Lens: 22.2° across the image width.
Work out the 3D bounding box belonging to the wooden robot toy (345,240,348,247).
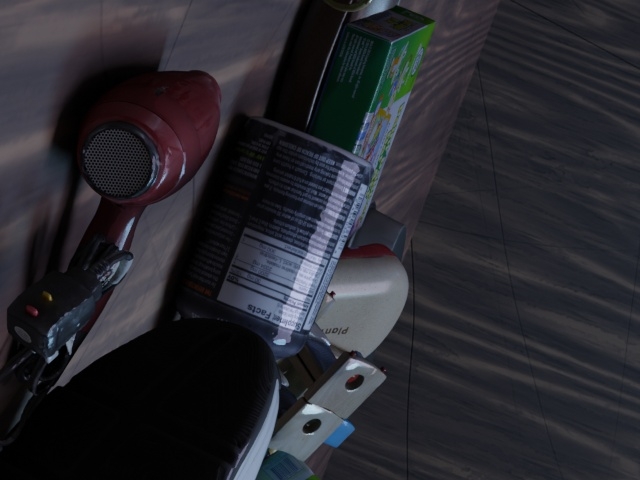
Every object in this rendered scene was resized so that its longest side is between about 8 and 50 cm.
[{"bbox_3d":[0.000,0.000,2.117,0.079,0.076,0.173,-29,-159,39],"label":"wooden robot toy"}]

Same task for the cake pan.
[{"bbox_3d":[0.044,0.096,2.022,0.293,0.054,0.293,17,90,-83],"label":"cake pan"}]

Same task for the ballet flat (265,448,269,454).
[{"bbox_3d":[-0.115,0.217,1.638,0.348,0.123,0.123,-65,175,-74],"label":"ballet flat"}]

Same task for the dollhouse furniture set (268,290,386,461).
[{"bbox_3d":[0.015,0.145,1.671,0.129,0.129,0.183,-46,138,13],"label":"dollhouse furniture set"}]

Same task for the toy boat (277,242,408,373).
[{"bbox_3d":[-0.022,0.050,1.777,0.231,0.151,0.151,-2,131,-35],"label":"toy boat"}]

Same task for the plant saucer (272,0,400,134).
[{"bbox_3d":[0.018,-0.195,1.693,0.310,0.050,0.311,22,90,-83],"label":"plant saucer"}]

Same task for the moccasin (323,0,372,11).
[{"bbox_3d":[-0.008,-0.242,1.082,0.380,0.139,0.147,-4,117,-81],"label":"moccasin"}]

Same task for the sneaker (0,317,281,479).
[{"bbox_3d":[-0.153,0.282,1.173,0.447,0.169,0.257,-56,147,-20],"label":"sneaker"}]

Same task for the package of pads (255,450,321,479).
[{"bbox_3d":[-0.115,0.371,1.815,0.229,0.101,0.296,-33,160,-26],"label":"package of pads"}]

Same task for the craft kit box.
[{"bbox_3d":[0.035,-0.109,1.682,0.246,0.061,0.250,-50,161,-72],"label":"craft kit box"}]

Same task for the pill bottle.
[{"bbox_3d":[-0.053,0.020,1.505,0.130,0.130,0.246,16,97,-82],"label":"pill bottle"}]

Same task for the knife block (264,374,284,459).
[{"bbox_3d":[-0.081,0.219,1.992,0.276,0.088,0.242,87,27,-72],"label":"knife block"}]

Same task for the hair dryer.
[{"bbox_3d":[-0.148,-0.017,1.090,0.293,0.080,0.223,-57,-177,-29],"label":"hair dryer"}]
